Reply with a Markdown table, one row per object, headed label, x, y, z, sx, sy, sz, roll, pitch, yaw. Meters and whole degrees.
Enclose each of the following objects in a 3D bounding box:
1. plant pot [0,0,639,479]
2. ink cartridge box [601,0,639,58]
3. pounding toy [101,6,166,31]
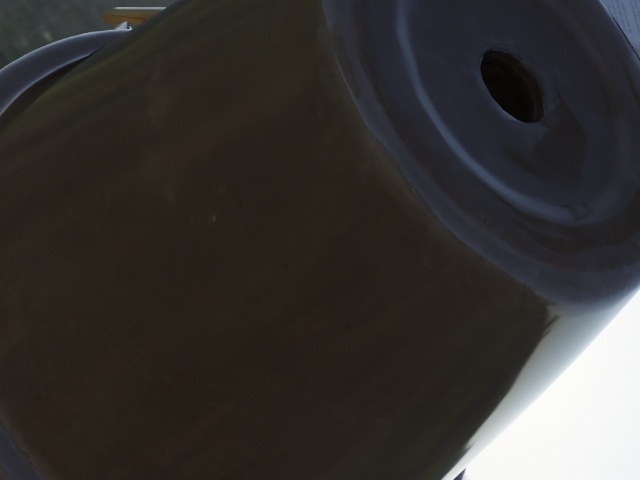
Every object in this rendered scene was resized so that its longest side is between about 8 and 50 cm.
| label | x | y | z | sx | sy | sz | roll | pitch | yaw |
| --- | --- | --- | --- | --- | --- | --- | --- | --- | --- |
| plant pot | 0.000 | 0.000 | 0.514 | 0.229 | 0.263 | 0.263 | -36 | -92 | 44 |
| ink cartridge box | 0.165 | -0.156 | 0.835 | 0.189 | 0.232 | 0.066 | -92 | -156 | -44 |
| pounding toy | -0.139 | -0.097 | 0.994 | 0.181 | 0.206 | 0.094 | -101 | 166 | -63 |
